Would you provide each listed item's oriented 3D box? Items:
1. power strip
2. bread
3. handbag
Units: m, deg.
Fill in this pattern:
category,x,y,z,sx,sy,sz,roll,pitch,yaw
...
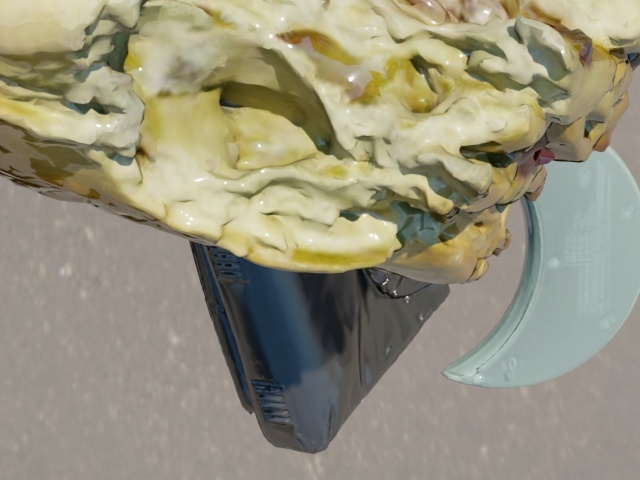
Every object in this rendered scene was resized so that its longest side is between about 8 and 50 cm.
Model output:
category,x,y,z,sx,sy,sz,roll,pitch,yaw
power strip,0.175,-0.008,1.361,0.168,0.054,0.253,-1,102,-11
bread,-0.035,-0.087,0.680,0.314,0.370,0.191,23,103,17
handbag,0.000,0.000,1.355,0.088,0.244,0.275,8,129,37
